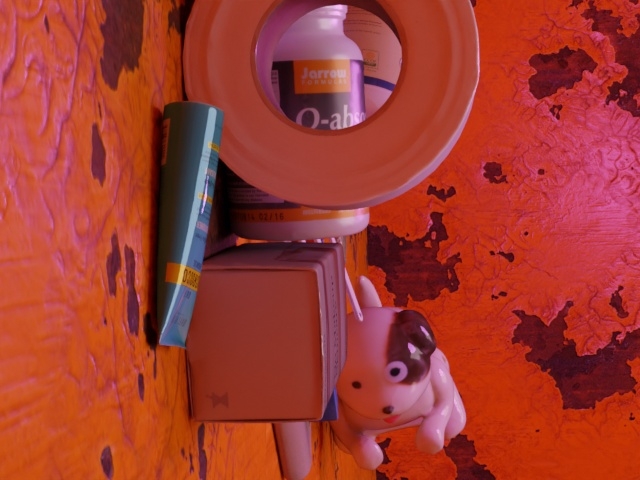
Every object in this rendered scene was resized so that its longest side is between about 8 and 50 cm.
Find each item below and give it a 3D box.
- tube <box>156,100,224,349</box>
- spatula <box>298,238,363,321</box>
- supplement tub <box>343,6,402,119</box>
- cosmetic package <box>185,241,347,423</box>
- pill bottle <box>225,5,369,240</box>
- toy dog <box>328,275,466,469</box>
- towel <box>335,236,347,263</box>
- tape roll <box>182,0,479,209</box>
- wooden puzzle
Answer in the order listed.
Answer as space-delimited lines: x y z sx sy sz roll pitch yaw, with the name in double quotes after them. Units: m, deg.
-0.118 -0.013 0.906 0.080 0.052 0.207 35 58 -74 "tube"
0.000 0.000 1.523 0.168 0.019 0.242 24 42 -63 "spatula"
0.063 -0.284 1.728 0.228 0.228 0.316 78 16 -59 "supplement tub"
-0.046 0.085 1.120 0.296 0.129 0.153 -42 131 -81 "cosmetic package"
-0.030 -0.144 1.198 0.162 0.162 0.278 -52 140 -81 "pill bottle"
0.134 0.245 2.079 0.408 0.284 0.395 53 35 -76 "toy dog"
0.045 -0.008 2.483 0.148 0.027 0.110 70 20 -75 "towel"
0.012 -0.172 1.041 0.100 0.286 0.286 4 84 -83 "tape roll"
-0.019 0.129 1.590 0.348 0.080 0.322 -84 170 -51 "wooden puzzle"
